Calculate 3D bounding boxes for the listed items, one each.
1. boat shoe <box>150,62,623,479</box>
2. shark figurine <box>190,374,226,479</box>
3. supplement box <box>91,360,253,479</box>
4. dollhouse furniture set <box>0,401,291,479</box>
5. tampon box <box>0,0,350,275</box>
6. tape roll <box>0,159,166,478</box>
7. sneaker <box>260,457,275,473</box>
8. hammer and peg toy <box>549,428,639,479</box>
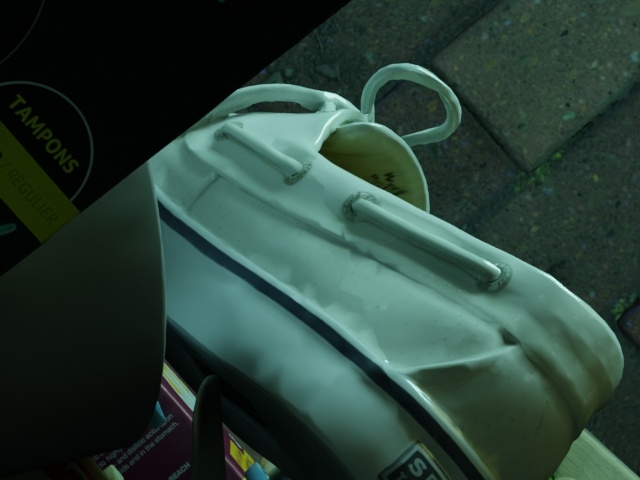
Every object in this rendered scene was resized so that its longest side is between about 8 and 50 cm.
[{"bbox_3d":[-0.003,-0.006,0.676,0.367,0.156,0.136,31,-23,57],"label":"boat shoe"},{"bbox_3d":[-0.043,0.161,0.628,0.278,0.116,0.166,38,42,-55],"label":"shark figurine"},{"bbox_3d":[-0.125,0.084,0.865,0.188,0.081,0.104,49,-2,-3],"label":"supplement box"},{"bbox_3d":[-0.056,0.120,0.739,0.183,0.129,0.129,51,-2,-18],"label":"dollhouse furniture set"},{"bbox_3d":[-0.078,-0.083,0.417,0.120,0.161,0.101,51,0,-23],"label":"tampon box"},{"bbox_3d":[-0.134,-0.017,0.634,0.219,0.072,0.219,38,-47,56],"label":"tape roll"},{"bbox_3d":[-0.004,0.178,0.936,0.212,0.080,0.094,90,-8,-52],"label":"sneaker"},{"bbox_3d":[0.112,0.248,0.980,0.127,0.266,0.361,31,7,-24],"label":"hammer and peg toy"}]
